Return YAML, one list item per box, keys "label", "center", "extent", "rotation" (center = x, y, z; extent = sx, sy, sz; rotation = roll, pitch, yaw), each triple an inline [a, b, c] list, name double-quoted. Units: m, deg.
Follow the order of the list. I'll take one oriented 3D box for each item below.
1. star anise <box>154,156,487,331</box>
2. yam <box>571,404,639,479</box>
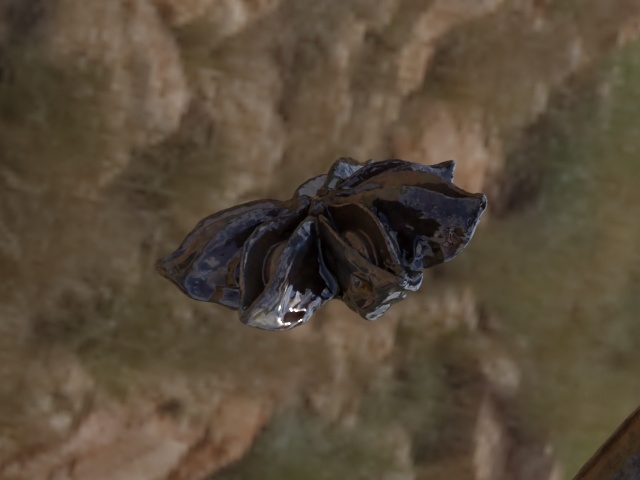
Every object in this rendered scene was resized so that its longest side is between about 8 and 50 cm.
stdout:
- label: "star anise"
  center: [0.011, 0.002, 1.227]
  extent: [0.212, 0.197, 0.073]
  rotation: [-22, 111, -21]
- label: "yam"
  center: [0.140, 0.165, 1.113]
  extent: [0.327, 0.045, 0.045]
  rotation: [-45, 177, 15]
